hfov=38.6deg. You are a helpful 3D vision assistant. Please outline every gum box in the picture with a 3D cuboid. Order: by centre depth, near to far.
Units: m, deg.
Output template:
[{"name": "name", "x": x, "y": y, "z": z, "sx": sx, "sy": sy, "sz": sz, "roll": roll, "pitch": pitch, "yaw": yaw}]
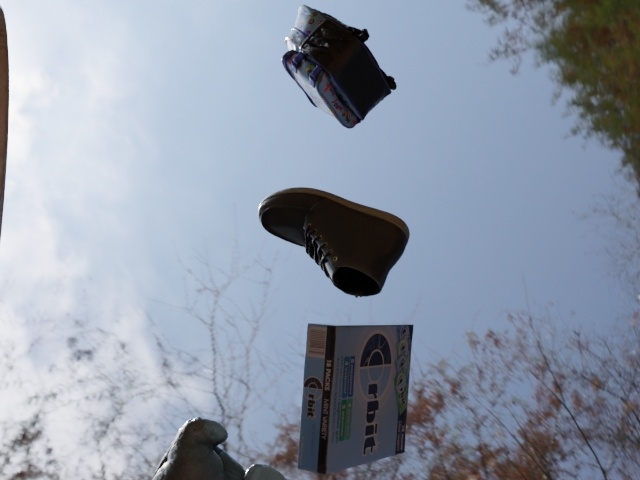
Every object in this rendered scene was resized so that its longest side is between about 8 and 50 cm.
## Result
[{"name": "gum box", "x": 0.044, "y": 0.172, "z": 1.038, "sx": 0.041, "sy": 0.184, "sz": 0.157, "roll": 2, "pitch": -92, "yaw": 33}]

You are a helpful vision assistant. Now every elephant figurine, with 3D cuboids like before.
[{"name": "elephant figurine", "x": -0.080, "y": 0.317, "z": 1.046, "sx": 0.239, "sy": 0.169, "sz": 0.186, "roll": 30, "pitch": -124, "yaw": -4}]

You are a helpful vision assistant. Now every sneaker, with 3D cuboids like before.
[{"name": "sneaker", "x": 0.000, "y": 0.000, "z": 1.245, "sx": 0.222, "sy": 0.083, "sz": 0.118, "roll": 11, "pitch": -136, "yaw": 20}]

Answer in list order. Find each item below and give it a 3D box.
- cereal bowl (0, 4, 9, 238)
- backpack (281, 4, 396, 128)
[{"name": "cereal bowl", "x": -0.409, "y": -0.085, "z": 0.931, "sx": 0.339, "sy": 0.141, "sz": 0.339, "roll": -11, "pitch": -102, "yaw": 63}, {"name": "backpack", "x": 0.009, "y": -0.275, "z": 1.405, "sx": 0.117, "sy": 0.158, "sz": 0.173, "roll": -46, "pitch": -126, "yaw": -2}]
